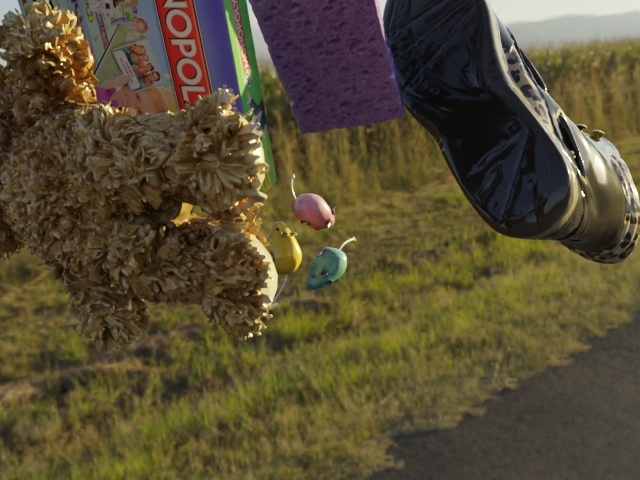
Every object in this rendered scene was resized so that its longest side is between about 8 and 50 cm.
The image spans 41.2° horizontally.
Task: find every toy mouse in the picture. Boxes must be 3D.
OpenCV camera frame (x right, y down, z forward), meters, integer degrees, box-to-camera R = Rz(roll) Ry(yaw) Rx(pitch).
[{"bbox_3d":[0.000,0.000,1.034,0.143,0.161,0.031,1,-6,-41],"label":"toy mouse"}]

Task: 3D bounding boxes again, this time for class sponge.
[{"bbox_3d":[0.009,-0.193,0.850,0.117,0.210,0.031,-7,53,12],"label":"sponge"}]

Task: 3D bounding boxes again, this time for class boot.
[{"bbox_3d":[0.232,-0.140,1.002,0.138,0.377,0.284,-40,-34,25],"label":"boot"}]

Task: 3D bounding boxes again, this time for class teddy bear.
[{"bbox_3d":[-0.169,-0.034,0.607,0.338,0.245,0.113,29,45,20],"label":"teddy bear"}]

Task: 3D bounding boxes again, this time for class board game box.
[{"bbox_3d":[-0.165,-0.190,0.762,0.213,0.317,0.046,6,34,22],"label":"board game box"}]
